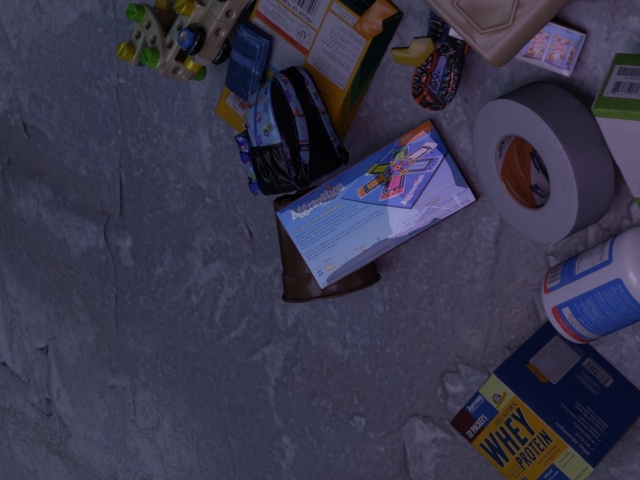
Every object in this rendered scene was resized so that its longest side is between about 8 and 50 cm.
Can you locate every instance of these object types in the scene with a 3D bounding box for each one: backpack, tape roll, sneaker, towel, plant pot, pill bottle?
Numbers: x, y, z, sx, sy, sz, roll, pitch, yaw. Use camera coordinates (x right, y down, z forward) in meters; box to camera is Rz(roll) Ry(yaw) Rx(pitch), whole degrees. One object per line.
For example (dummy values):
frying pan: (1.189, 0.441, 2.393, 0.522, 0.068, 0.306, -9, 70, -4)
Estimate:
backpack: (-0.054, -0.167, 2.009, 0.116, 0.158, 0.173, -10, 104, 34)
tape roll: (0.307, -0.107, 1.871, 0.219, 0.072, 0.219, 43, 146, 38)
sneaker: (0.186, -0.298, 1.912, 0.083, 0.087, 0.221, 23, 112, 0)
towel: (-0.114, -0.277, 2.086, 0.067, 0.029, 0.119, 35, 131, 22)
plant pot: (0.000, 0.000, 2.177, 0.167, 0.167, 0.165, -5, 103, 41)
pill bottle: (0.427, 0.054, 1.875, 0.221, 0.124, 0.124, -31, 92, 45)

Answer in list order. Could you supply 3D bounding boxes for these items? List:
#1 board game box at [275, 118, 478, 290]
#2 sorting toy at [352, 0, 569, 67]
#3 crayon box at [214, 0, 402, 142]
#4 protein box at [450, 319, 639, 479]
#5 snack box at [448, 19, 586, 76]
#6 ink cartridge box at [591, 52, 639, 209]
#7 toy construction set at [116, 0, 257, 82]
board game box: (0.085, -0.053, 2.063, 0.281, 0.027, 0.145, -30, 92, 13)
sorting toy: (0.197, -0.343, 1.798, 0.229, 0.041, 0.307, 43, 113, -5)
crayon box: (-0.026, -0.274, 2.094, 0.203, 0.083, 0.323, 40, 132, 15)
protein box: (0.343, 0.256, 1.998, 0.200, 0.201, 0.136, 43, 133, 12)
snack box: (0.270, -0.284, 1.840, 0.178, 0.022, 0.064, 20, 112, 5)
ink cartridge box: (0.488, -0.124, 1.762, 0.188, 0.097, 0.255, 10, 153, 35)
toy construction set: (-0.209, -0.393, 2.150, 0.215, 0.151, 0.328, 52, 132, 40)
